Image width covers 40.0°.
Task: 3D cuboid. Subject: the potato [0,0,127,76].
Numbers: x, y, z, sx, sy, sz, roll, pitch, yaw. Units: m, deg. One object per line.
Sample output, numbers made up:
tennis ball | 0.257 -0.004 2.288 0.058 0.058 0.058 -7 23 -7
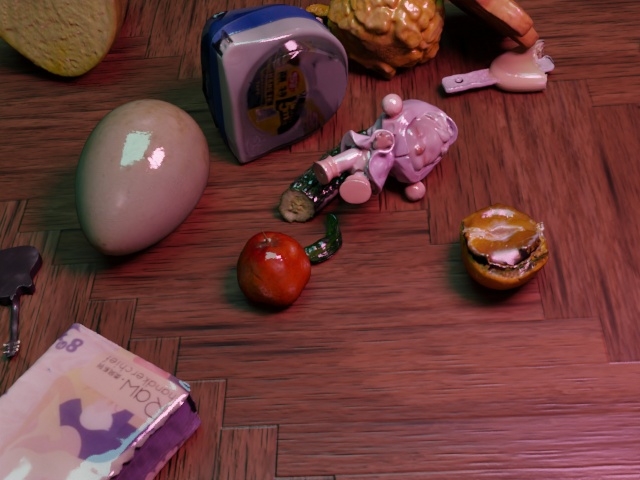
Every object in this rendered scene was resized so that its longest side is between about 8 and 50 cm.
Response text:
potato | -0.534 -0.504 1.933 0.330 0.213 0.280 -3 30 17

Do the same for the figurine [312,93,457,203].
figurine | 0.119 -0.156 1.537 0.276 0.200 0.133 -31 26 -28

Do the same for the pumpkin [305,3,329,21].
pumpkin | 0.004 -0.503 1.953 0.050 0.028 0.083 -31 44 -21

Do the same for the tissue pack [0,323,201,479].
tissue pack | -0.359 0.298 1.224 0.242 0.125 0.344 24 55 25

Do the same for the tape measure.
tape measure | -0.080 -0.297 1.637 0.262 0.259 0.138 -16 49 -14

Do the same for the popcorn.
popcorn | 0.138 -0.439 1.753 0.250 0.250 0.190 26 73 26

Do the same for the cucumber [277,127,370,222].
cucumber | 0.030 -0.130 1.595 0.077 0.077 0.265 28 56 28

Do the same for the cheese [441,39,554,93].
cheese | 0.354 -0.331 1.742 0.235 0.050 0.127 -11 49 -5

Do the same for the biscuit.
biscuit | 0.313 -0.475 1.731 0.275 0.052 0.355 36 13 -5

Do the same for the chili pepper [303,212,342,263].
chili pepper | 0.008 0.002 1.503 0.055 0.035 0.118 32 62 10

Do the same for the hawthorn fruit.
hawthorn fruit | -0.072 0.039 1.426 0.125 0.140 0.125 17 24 -8

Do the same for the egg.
egg | -0.312 -0.107 1.516 0.218 0.218 0.296 13 59 18

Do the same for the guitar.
guitar | -0.519 0.101 1.485 0.088 0.025 0.233 -11 48 -4

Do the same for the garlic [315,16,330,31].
garlic | -0.069 -0.356 1.782 0.206 0.128 0.115 -30 95 -14

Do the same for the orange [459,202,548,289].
orange | 0.290 0.018 1.404 0.169 0.112 0.160 -13 32 -36
